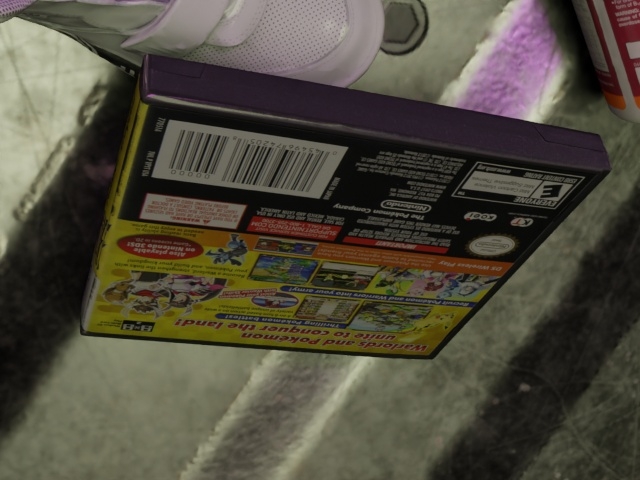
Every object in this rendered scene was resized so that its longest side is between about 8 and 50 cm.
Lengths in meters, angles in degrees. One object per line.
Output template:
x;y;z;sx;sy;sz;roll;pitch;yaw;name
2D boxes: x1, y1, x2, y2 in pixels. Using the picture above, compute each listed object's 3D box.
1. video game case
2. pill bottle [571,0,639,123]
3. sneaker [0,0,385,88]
0.000;0.000;0.580;0.275;0.035;0.248;6;144;-19;video game case
0.225;-0.201;0.613;0.121;0.121;0.221;-29;113;-6;pill bottle
-0.111;-0.154;0.481;0.366;0.210;0.137;18;102;-21;sneaker
